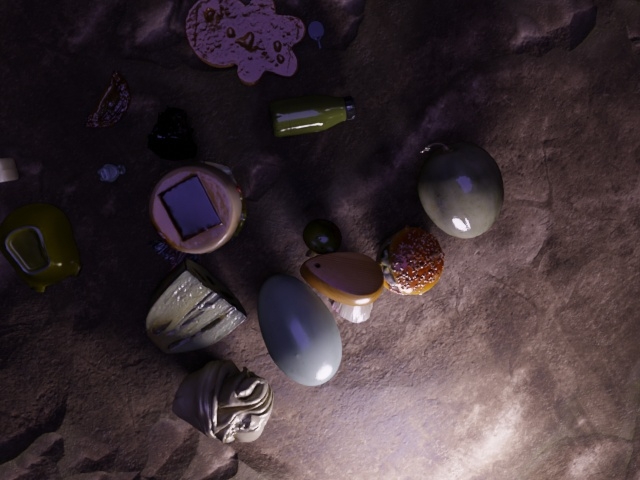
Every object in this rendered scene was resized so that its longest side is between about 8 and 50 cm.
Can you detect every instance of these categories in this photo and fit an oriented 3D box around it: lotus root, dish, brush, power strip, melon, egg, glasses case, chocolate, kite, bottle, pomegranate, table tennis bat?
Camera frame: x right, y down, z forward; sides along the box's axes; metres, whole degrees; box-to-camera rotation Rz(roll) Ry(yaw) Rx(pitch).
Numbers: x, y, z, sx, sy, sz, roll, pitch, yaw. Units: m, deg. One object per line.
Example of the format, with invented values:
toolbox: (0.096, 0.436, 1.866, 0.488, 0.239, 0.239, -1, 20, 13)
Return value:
lotus root: (-0.416, 0.222, 1.842, 0.260, 0.149, 0.267, -43, 121, 6)
dish: (-0.852, 0.026, 1.770, 0.221, 0.108, 0.263, -22, 101, -2)
brush: (0.058, 0.136, 1.849, 0.266, 0.166, 0.174, 15, 53, -6)
power strip: (-0.633, -0.206, 1.795, 0.083, 0.035, 0.055, -16, 101, -1)
melon: (0.429, -0.157, 1.822, 0.271, 0.272, 0.308, -4, 117, -6)
egg: (-0.069, 0.276, 1.844, 0.229, 0.230, 0.371, -26, 96, -2)
glasses case: (-1.049, -0.182, 1.699, 0.312, 0.131, 0.070, -9, 100, -6)
chocolate: (-0.433, -0.331, 1.767, 0.156, 0.156, 0.133, 5, 71, -8)
kite: (-0.439, 0.061, 1.874, 0.232, 0.009, 0.189, 38, 93, -11)
bottle: (-0.022, -0.386, 1.798, 0.260, 0.112, 0.112, -10, 101, -5)
pomegranate: (0.004, -0.007, 1.867, 0.130, 0.130, 0.130, -1, 100, -7)
table tennis bat: (-0.010, -0.629, 1.812, 0.050, 0.007, 0.083, -15, 99, -4)

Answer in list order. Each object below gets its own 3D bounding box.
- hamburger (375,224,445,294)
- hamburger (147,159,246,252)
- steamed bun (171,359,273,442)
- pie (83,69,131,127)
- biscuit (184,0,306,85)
hamburger: (0.288, 0.069, 1.895, 0.236, 0.147, 0.237, -2, 101, -10)
hamburger: (-0.372, -0.095, 1.778, 0.301, 0.170, 0.302, 0, 98, -2)
steamed bun: (-0.283, 0.473, 1.828, 0.289, 0.276, 0.203, 28, 100, -4)
pie: (-0.623, -0.402, 1.765, 0.088, 0.033, 0.191, 30, 93, -26)
biscuit: (-0.225, -0.606, 1.768, 0.354, 0.052, 0.276, 8, 98, -7)
